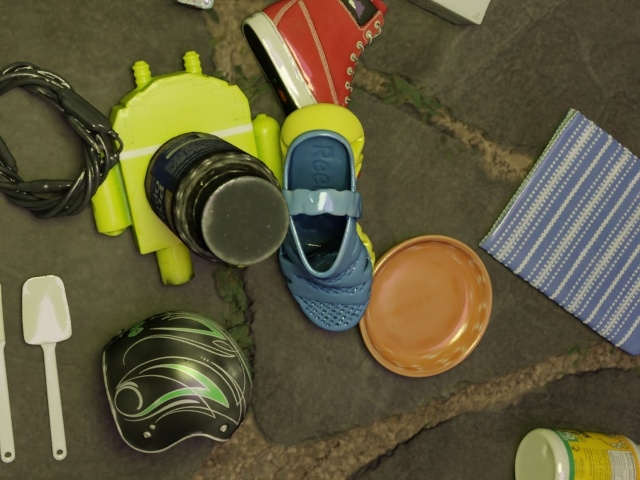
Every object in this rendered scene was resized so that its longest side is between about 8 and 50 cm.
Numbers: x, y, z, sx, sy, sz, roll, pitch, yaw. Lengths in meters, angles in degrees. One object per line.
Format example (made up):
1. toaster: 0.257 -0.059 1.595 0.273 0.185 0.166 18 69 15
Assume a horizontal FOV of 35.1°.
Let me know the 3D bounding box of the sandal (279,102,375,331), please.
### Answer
1. sandal: 0.000 0.000 1.218 0.126 0.138 0.317 -4 130 8

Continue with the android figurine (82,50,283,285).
1. android figurine: -0.160 -0.088 1.226 0.248 0.056 0.273 -17 107 -16

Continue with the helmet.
1. helmet: -0.166 0.168 1.222 0.161 0.169 0.169 -16 107 0

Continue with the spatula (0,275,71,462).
1. spatula: -0.381 0.166 1.217 0.168 0.019 0.242 -7 103 -20

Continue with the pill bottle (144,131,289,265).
1. pill bottle: -0.112 -0.045 1.105 0.122 0.219 0.123 -5 105 -20

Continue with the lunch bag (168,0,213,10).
1. lunch bag: -0.146 -0.314 1.176 0.053 0.071 0.083 12 98 -18

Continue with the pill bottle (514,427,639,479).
1. pill bottle: 0.404 0.342 1.495 0.208 0.117 0.118 8 98 -21

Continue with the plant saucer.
1. plant saucer: 0.140 0.088 1.386 0.200 0.037 0.200 -4 103 -19

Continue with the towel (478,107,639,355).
1. towel: 0.415 -0.005 1.476 0.336 0.040 0.243 34 90 -21

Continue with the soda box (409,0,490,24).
1. soda box: 0.111 -0.344 1.264 0.216 0.074 0.069 21 94 -23

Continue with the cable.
1. cable: -0.326 -0.114 1.154 0.184 0.047 0.150 37 105 -4

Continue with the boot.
1. boot: 0.034 -0.203 1.261 0.176 0.088 0.244 -30 106 -14
